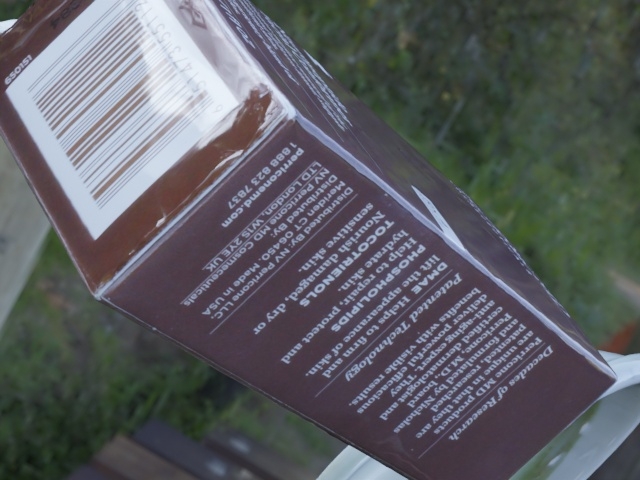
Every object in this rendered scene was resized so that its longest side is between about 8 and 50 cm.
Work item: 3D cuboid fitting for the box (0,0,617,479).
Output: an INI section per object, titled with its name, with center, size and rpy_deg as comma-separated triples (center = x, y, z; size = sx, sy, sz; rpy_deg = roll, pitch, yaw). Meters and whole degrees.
[box]
center = 0.000, 0.000, 0.974
size = 0.381, 0.143, 0.191
rpy_deg = 38, 12, -50

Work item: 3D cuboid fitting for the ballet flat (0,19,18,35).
[ballet flat]
center = -0.188, -0.124, 1.343
size = 0.232, 0.073, 0.080
rpy_deg = 14, 26, -35

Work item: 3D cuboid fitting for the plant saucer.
[plant saucer]
center = 0.091, 0.197, 1.350
size = 0.100, 0.400, 0.400
rpy_deg = 51, 15, 19
